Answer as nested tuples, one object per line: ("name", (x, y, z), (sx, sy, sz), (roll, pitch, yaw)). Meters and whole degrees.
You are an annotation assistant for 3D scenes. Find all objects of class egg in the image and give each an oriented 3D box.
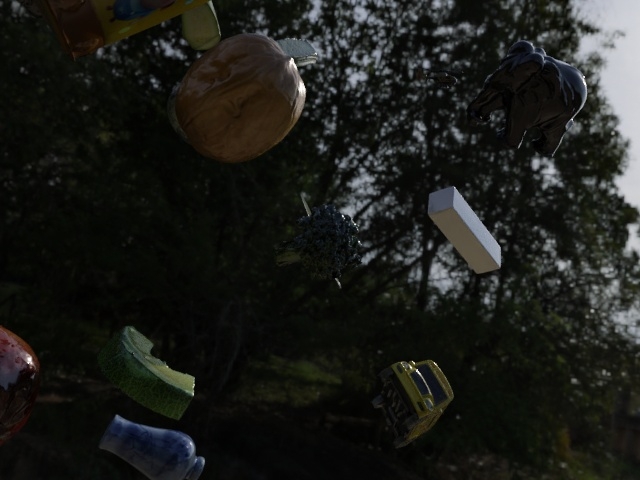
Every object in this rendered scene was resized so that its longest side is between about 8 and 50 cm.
("egg", (-0.276, -0.284, 1.445), (0.132, 0.132, 0.172), (6, -42, 16))

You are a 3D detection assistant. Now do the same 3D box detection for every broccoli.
("broccoli", (-0.004, -0.003, 1.646), (0.177, 0.198, 0.275), (60, -22, -13))

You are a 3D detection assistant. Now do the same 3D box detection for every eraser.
("eraser", (0.402, -0.024, 1.761), (0.076, 0.078, 0.298), (-17, -45, 34))

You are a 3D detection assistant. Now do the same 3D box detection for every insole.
("insole", (0.000, 0.000, 1.942), (0.007, 0.322, 0.109), (-24, -15, 6))

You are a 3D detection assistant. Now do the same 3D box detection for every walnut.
("walnut", (-0.135, -0.237, 1.072), (0.226, 0.193, 0.193), (-41, -32, 15))

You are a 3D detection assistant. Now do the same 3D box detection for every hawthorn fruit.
("hawthorn fruit", (-0.616, 0.220, 1.014), (0.300, 0.254, 0.254), (33, -6, 14))

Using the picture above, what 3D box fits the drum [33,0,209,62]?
("drum", (-0.249, -0.408, 0.617), (0.214, 0.431, 0.431), (-29, -3, -14))

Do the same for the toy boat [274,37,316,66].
("toy boat", (-0.083, -0.541, 1.836), (0.055, 0.093, 0.293), (-42, -6, 32))

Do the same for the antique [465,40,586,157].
("antique", (0.571, -0.387, 1.726), (0.322, 0.185, 0.255), (9, -45, -25))

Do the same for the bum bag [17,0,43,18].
("bum bag", (-0.448, -0.494, 1.281), (0.326, 0.080, 0.142), (-12, -26, -30))

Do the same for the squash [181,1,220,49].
("squash", (-0.296, -0.560, 1.515), (0.090, 0.200, 0.075), (-24, -19, 28))

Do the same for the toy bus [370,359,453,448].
("toy bus", (0.230, 0.397, 1.576), (0.152, 0.144, 0.330), (-22, -27, -13))

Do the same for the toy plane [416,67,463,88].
("toy plane", (0.308, -0.423, 1.658), (0.121, 0.049, 0.031), (7, 3, 18))

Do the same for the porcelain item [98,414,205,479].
("porcelain item", (-0.420, 0.530, 1.600), (0.259, 0.141, 0.141), (27, -15, -12))

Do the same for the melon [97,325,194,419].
("melon", (-0.294, 0.219, 1.073), (0.209, 0.064, 0.118), (32, 2, 17))
